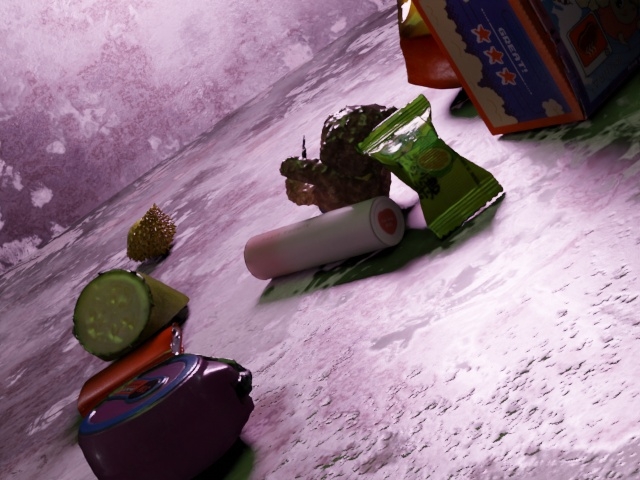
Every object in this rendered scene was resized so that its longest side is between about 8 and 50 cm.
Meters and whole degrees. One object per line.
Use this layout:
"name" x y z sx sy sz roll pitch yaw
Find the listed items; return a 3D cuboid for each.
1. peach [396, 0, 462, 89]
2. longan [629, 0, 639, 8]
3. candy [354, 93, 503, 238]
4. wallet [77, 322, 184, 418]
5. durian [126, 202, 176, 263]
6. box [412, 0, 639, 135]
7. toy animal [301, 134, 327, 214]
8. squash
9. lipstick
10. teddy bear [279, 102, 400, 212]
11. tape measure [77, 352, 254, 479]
"peach" 0.315 -0.454 2.305 0.380 0.242 0.306 -24 36 -13
"longan" 0.615 -0.493 1.646 0.404 0.336 0.404 -3 41 3
"candy" 0.176 -0.126 1.758 0.149 0.246 0.069 -37 -25 -4
"wallet" -0.337 0.235 1.946 0.204 0.045 0.142 -33 17 5
"durian" -0.410 -0.001 2.659 0.146 0.102 0.208 -54 -6 -6
"box" 0.405 -0.414 1.885 0.348 0.318 0.257 -42 20 -26
"toy animal" -0.005 -0.124 2.221 0.062 0.108 0.220 -27 53 10
"squash" -0.341 0.166 2.102 0.189 0.260 0.189 -7 68 19
"lipstick" 0.000 0.000 1.895 0.327 0.087 0.087 -17 24 45
"teddy bear" 0.036 -0.157 1.990 0.246 0.222 0.296 -12 21 -16
"tape measure" -0.208 0.256 1.505 0.245 0.149 0.231 -34 13 -27
